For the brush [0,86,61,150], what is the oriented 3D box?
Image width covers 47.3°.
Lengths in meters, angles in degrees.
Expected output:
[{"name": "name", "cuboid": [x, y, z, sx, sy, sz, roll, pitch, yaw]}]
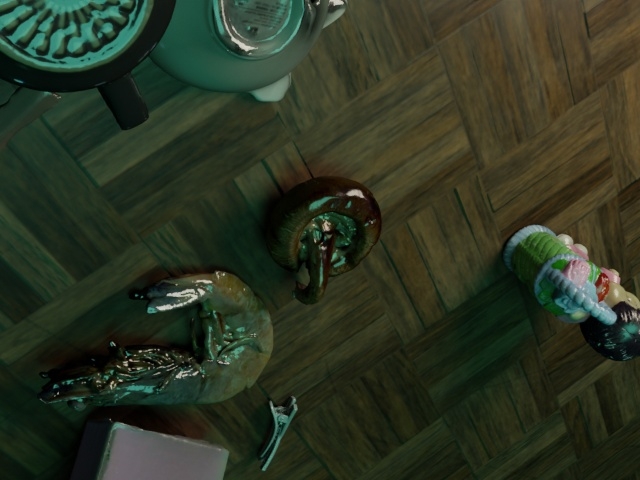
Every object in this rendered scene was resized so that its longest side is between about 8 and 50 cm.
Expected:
[{"name": "brush", "cuboid": [-0.332, -0.035, 0.622, 0.301, 0.071, 0.084, -36, 128, 16]}]

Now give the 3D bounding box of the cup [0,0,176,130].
[{"name": "cup", "cuboid": [-0.200, -0.192, 0.563, 0.169, 0.176, 0.223, -29, 133, -12]}]

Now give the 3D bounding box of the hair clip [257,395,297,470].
[{"name": "hair clip", "cuboid": [-0.070, 0.269, 1.024, 0.039, 0.030, 0.115, 16, 110, -15]}]

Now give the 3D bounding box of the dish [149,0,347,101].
[{"name": "dish", "cuboid": [-0.062, -0.231, 0.671, 0.228, 0.086, 0.236, -49, 130, 7]}]

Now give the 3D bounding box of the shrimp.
[{"name": "shrimp", "cuboid": [-0.172, 0.118, 0.846, 0.289, 0.075, 0.178, 5, 109, -30]}]

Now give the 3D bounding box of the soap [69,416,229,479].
[{"name": "soap", "cuboid": [-0.225, 0.357, 0.875, 0.181, 0.081, 0.259, 26, 67, -39]}]

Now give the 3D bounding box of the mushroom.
[{"name": "mushroom", "cuboid": [-0.001, -0.001, 0.857, 0.135, 0.080, 0.170, 11, 115, -20]}]

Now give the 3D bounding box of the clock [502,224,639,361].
[{"name": "clock", "cuboid": [0.371, 0.076, 1.035, 0.194, 0.195, 0.100, 24, 109, -39]}]
